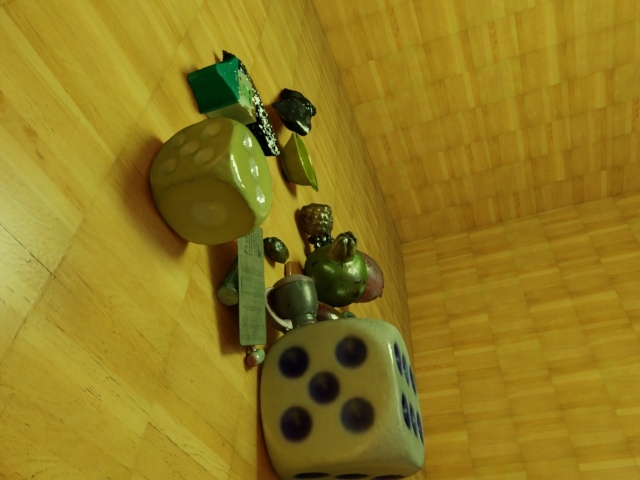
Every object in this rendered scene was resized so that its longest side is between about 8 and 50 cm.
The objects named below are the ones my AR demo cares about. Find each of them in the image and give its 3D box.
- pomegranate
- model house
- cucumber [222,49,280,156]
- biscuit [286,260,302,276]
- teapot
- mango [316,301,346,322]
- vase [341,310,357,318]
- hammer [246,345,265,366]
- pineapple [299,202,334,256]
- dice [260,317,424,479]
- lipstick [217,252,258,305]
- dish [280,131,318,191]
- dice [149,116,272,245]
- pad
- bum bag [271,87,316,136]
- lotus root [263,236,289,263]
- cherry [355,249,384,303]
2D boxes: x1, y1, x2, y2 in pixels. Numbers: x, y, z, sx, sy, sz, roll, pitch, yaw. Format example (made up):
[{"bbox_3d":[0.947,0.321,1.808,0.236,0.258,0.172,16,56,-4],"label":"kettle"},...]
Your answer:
[{"bbox_3d":[0.067,0.099,1.553,0.190,0.241,0.159,27,26,-33],"label":"pomegranate"},{"bbox_3d":[-0.222,-0.341,1.188,0.149,0.100,0.127,43,36,-61],"label":"model house"},{"bbox_3d":[-0.185,-0.356,1.377,0.072,0.072,0.300,-73,147,-61],"label":"cucumber"},{"bbox_3d":[-0.070,0.115,1.483,0.102,0.019,0.130,-82,154,-51],"label":"biscuit"},{"bbox_3d":[-0.063,0.159,1.255,0.148,0.116,0.146,38,28,-56],"label":"teapot"},{"bbox_3d":[0.028,0.265,1.420,0.133,0.111,0.267,-44,105,-24],"label":"mango"},{"bbox_3d":[0.083,0.330,1.630,0.301,0.156,0.251,47,36,-50],"label":"vase"},{"bbox_3d":[-0.146,0.224,1.111,0.052,0.031,0.083,-18,89,-78],"label":"hammer"},{"bbox_3d":[0.000,0.000,1.685,0.119,0.111,0.237,-20,107,-43],"label":"pineapple"},{"bbox_3d":[0.053,0.366,1.170,0.277,0.304,0.304,55,25,-51],"label":"dice"},{"bbox_3d":[-0.172,0.074,1.104,0.158,0.048,0.048,-74,147,-60],"label":"lipstick"},{"bbox_3d":[-0.076,-0.235,1.647,0.149,0.080,0.207,-79,150,-64],"label":"dish"},{"bbox_3d":[-0.193,-0.107,0.954,0.166,0.169,0.169,63,21,-43],"label":"dice"},{"bbox_3d":[-0.141,0.087,1.107,0.159,0.009,0.265,39,47,-74],"label":"pad"},{"bbox_3d":[-0.080,-0.436,1.730,0.144,0.095,0.340,40,23,-14],"label":"bum bag"},{"bbox_3d":[-0.114,0.022,1.352,0.099,0.049,0.054,52,30,-44],"label":"lotus root"},{"bbox_3d":[0.131,0.120,1.899,0.192,0.175,0.249,-101,166,-45],"label":"cherry"}]
